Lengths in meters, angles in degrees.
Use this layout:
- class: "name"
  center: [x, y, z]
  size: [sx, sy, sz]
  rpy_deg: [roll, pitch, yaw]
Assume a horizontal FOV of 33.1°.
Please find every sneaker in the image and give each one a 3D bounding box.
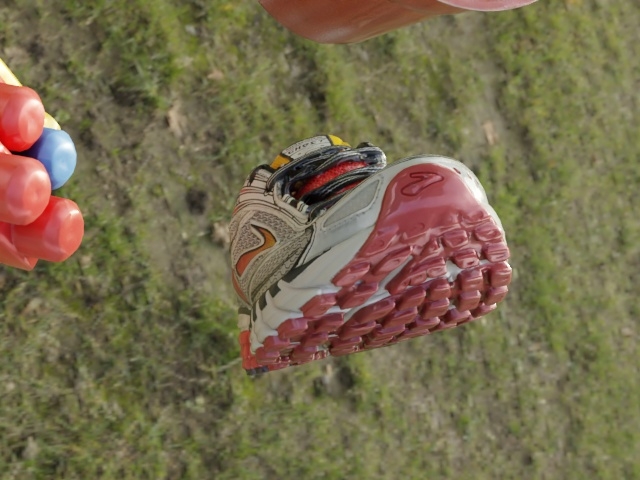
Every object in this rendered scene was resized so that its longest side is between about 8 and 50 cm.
- class: "sneaker"
  center: [0.000, 0.000, 0.421]
  size: [0.088, 0.225, 0.092]
  rpy_deg: [-10, 84, -17]

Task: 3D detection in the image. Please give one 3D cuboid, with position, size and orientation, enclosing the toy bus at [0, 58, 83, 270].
- class: "toy bus"
  center: [-0.200, -0.055, 0.421]
  size: [0.149, 0.212, 0.220]
  rpy_deg: [-68, 153, -22]

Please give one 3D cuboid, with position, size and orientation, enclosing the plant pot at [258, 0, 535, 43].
- class: "plant pot"
  center: [0.061, -0.305, 0.967]
  size: [0.273, 0.265, 0.272]
  rpy_deg: [2, 85, -25]
